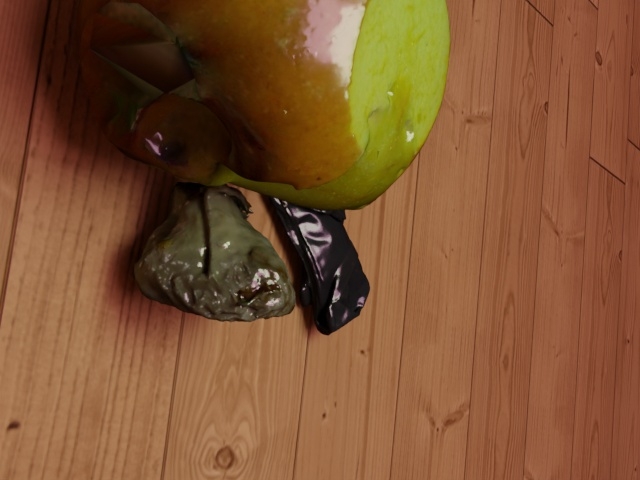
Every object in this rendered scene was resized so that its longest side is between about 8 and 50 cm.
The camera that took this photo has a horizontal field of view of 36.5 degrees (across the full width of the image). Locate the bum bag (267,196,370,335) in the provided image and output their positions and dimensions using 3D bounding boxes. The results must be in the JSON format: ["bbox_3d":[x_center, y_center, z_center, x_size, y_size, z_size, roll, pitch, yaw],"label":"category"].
[{"bbox_3d":[0.000,0.000,1.311,0.123,0.060,0.248,-42,121,-45],"label":"bum bag"}]

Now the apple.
[{"bbox_3d":[-0.053,-0.187,0.989,0.384,0.374,0.374,59,43,-11],"label":"apple"}]

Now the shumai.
[{"bbox_3d":[-0.100,0.005,1.069,0.184,0.184,0.142,-1,106,-54],"label":"shumai"}]
